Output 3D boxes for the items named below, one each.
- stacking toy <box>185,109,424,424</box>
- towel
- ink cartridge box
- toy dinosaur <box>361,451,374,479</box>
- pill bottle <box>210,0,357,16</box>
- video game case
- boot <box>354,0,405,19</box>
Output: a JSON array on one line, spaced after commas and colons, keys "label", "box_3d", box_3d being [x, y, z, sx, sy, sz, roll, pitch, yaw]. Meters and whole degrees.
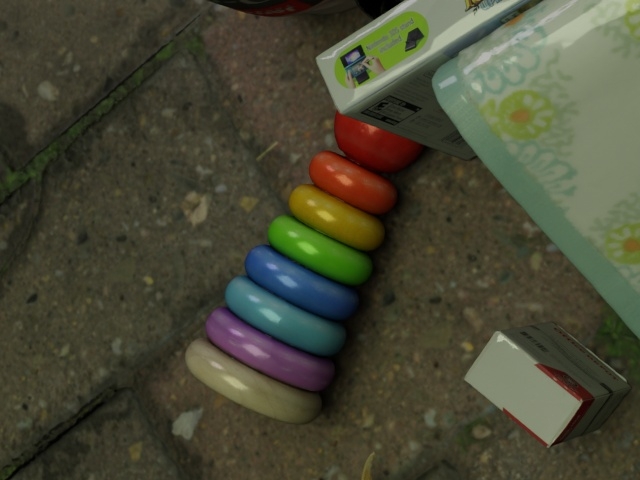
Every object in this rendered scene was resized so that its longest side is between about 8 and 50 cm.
[{"label": "stacking toy", "box_3d": [0.000, 0.000, 1.690, 0.141, 0.141, 0.330, 27, 94, 24]}, {"label": "towel", "box_3d": [0.321, -0.085, 1.439, 0.320, 0.374, 0.090, -33, 31, 21]}, {"label": "ink cartridge box", "box_3d": [0.201, 0.125, 1.577, 0.099, 0.135, 0.056, 40, 108, 22]}, {"label": "toy dinosaur", "box_3d": [0.046, 0.295, 1.703, 0.092, 0.053, 0.183, -17, 88, 9]}, {"label": "pill bottle", "box_3d": [-0.066, -0.311, 1.591, 0.210, 0.363, 0.210, -1, 87, 25]}, {"label": "video game case", "box_3d": [0.162, -0.170, 1.529, 0.244, 0.269, 0.061, -30, 72, 21]}, {"label": "boot", "box_3d": [0.081, -0.282, 1.567, 0.091, 0.263, 0.229, -5, 81, 29]}]
